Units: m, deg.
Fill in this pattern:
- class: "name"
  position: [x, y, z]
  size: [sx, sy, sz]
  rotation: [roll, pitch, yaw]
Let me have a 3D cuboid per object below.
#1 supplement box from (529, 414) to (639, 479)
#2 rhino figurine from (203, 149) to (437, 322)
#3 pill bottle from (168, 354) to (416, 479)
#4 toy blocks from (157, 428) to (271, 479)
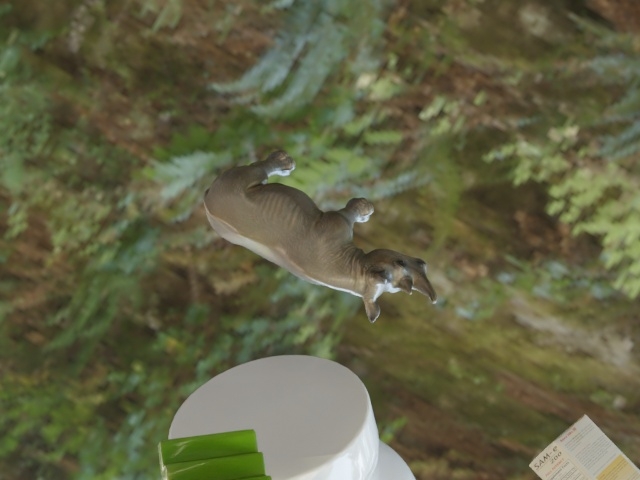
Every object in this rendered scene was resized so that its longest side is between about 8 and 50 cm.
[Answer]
- class: "supplement box"
  position: [0.220, 0.192, 1.120]
  size: [0.062, 0.098, 0.036]
  rotation: [-23, 155, -53]
- class: "rhino figurine"
  position: [0.000, 0.000, 1.297]
  size: [0.106, 0.243, 0.073]
  rotation: [-37, 152, -53]
- class: "pill bottle"
  position: [-0.007, 0.316, 1.285]
  size: [0.229, 0.229, 0.408]
  rotation: [-63, 147, -53]
- class: "toy blocks"
  position: [0.019, 0.252, 0.551]
  size: [0.261, 0.190, 0.381]
  rotation: [137, -53, -71]
